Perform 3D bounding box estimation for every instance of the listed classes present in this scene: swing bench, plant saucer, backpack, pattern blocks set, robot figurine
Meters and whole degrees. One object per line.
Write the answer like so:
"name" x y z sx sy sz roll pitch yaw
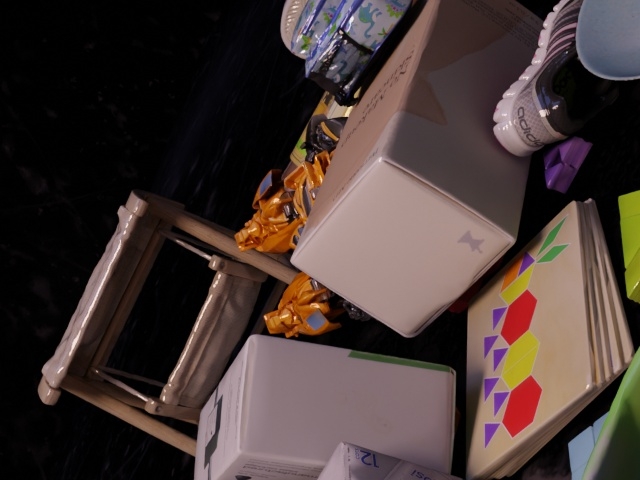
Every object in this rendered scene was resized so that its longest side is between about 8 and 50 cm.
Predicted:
"swing bench" -0.170 0.099 1.299 0.253 0.255 0.165 -63 16 4
"plant saucer" 0.259 -0.180 0.736 0.195 0.037 0.195 -42 28 28
"backpack" 0.028 -0.197 0.974 0.114 0.084 0.105 -51 14 24
"pattern blocks set" 0.151 0.066 0.757 0.285 0.026 0.324 -46 24 48
"robot figurine" 0.000 0.000 1.094 0.211 0.085 0.291 69 158 11

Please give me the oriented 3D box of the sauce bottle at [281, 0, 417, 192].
"sauce bottle" 0.078 -0.186 1.218 0.344 0.111 0.111 -60 17 11

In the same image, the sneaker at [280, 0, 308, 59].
"sneaker" 0.066 -0.423 1.607 0.350 0.131 0.148 -50 14 25

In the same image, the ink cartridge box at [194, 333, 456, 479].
"ink cartridge box" -0.006 0.152 0.823 0.208 0.153 0.086 122 155 -63

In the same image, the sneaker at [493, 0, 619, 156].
"sneaker" 0.200 -0.135 0.830 0.075 0.063 0.170 -5 43 55

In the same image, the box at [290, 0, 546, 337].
"box" 0.095 -0.086 0.915 0.148 0.121 0.311 -49 13 40

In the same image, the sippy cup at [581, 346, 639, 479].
"sippy cup" 0.204 0.079 0.267 0.305 0.240 0.224 32 85 31

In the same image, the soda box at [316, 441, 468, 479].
"soda box" 0.000 0.274 0.744 0.091 0.098 0.286 -93 27 -55
